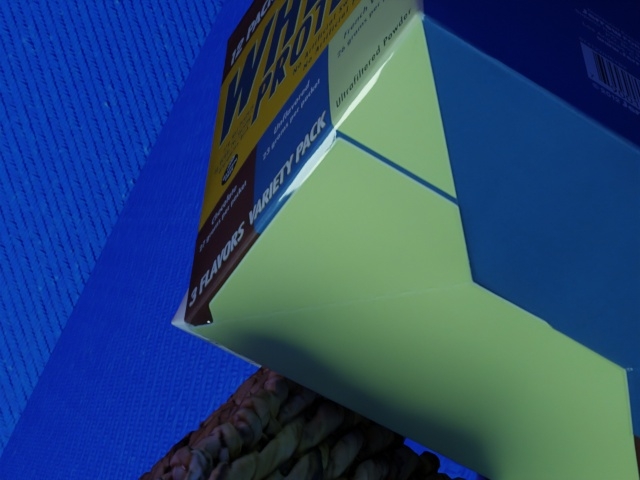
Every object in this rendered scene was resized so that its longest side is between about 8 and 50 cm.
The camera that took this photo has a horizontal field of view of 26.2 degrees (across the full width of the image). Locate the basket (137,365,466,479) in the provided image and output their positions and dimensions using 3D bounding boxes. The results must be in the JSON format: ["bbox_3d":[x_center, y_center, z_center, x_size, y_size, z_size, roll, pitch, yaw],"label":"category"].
[{"bbox_3d":[-0.019,0.189,0.464,0.213,0.223,0.299,-43,-3,24],"label":"basket"}]

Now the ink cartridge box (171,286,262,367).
[{"bbox_3d":[0.000,0.000,1.069,0.353,0.119,0.207,-66,18,-10],"label":"ink cartridge box"}]

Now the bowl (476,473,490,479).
[{"bbox_3d":[0.195,0.032,0.548,0.391,0.077,0.391,-53,19,28],"label":"bowl"}]

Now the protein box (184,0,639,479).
[{"bbox_3d":[0.075,-0.031,0.518,0.136,0.199,0.201,-51,20,29],"label":"protein box"}]
